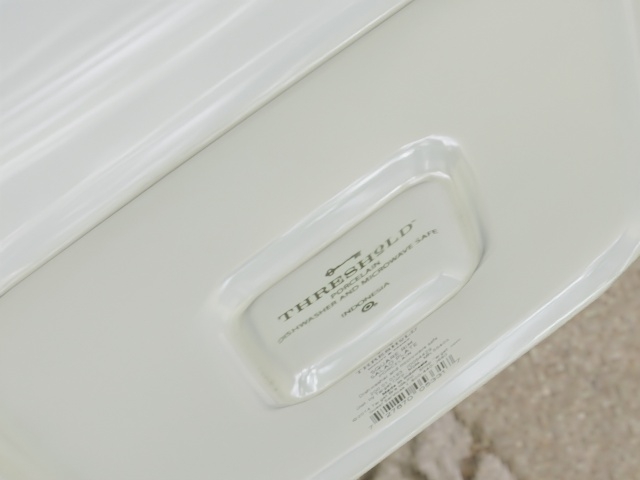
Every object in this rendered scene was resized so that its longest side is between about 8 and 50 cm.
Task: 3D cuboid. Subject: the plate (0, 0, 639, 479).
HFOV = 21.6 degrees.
[{"bbox_3d":[0.000,0.000,0.455,0.045,0.277,0.278,51,-5,29],"label":"plate"}]
